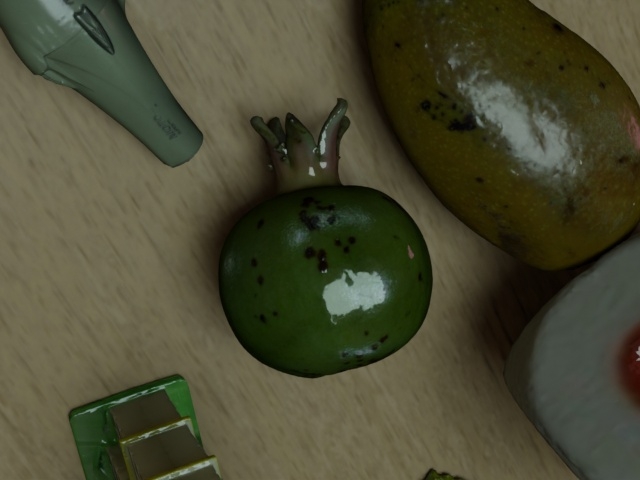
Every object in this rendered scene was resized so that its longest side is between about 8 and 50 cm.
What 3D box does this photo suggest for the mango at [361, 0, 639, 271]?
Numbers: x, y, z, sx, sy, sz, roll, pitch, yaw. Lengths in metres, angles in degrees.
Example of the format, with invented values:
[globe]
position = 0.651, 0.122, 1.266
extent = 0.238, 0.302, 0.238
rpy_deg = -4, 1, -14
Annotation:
[mango]
position = 0.158, -0.113, 0.871
extent = 0.329, 0.176, 0.176
rpy_deg = 42, 41, -27

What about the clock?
[clock]
position = -0.105, 0.262, 0.810
extent = 0.106, 0.255, 0.219
rpy_deg = -17, 109, -17

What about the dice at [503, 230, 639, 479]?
[dice]
position = 0.343, 0.132, 0.914
extent = 0.259, 0.243, 0.251
rpy_deg = -42, 150, 9

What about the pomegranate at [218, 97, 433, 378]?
[pomegranate]
position = 0.000, 0.000, 0.840
extent = 0.181, 0.181, 0.224
rpy_deg = -4, 84, -21

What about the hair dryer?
[hair dryer]
position = -0.132, -0.169, 0.795
extent = 0.225, 0.088, 0.219
rpy_deg = -34, 122, -27

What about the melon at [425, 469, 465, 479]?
[melon]
position = 0.177, 0.297, 1.065
extent = 0.262, 0.053, 0.114
rpy_deg = 7, 83, -28
